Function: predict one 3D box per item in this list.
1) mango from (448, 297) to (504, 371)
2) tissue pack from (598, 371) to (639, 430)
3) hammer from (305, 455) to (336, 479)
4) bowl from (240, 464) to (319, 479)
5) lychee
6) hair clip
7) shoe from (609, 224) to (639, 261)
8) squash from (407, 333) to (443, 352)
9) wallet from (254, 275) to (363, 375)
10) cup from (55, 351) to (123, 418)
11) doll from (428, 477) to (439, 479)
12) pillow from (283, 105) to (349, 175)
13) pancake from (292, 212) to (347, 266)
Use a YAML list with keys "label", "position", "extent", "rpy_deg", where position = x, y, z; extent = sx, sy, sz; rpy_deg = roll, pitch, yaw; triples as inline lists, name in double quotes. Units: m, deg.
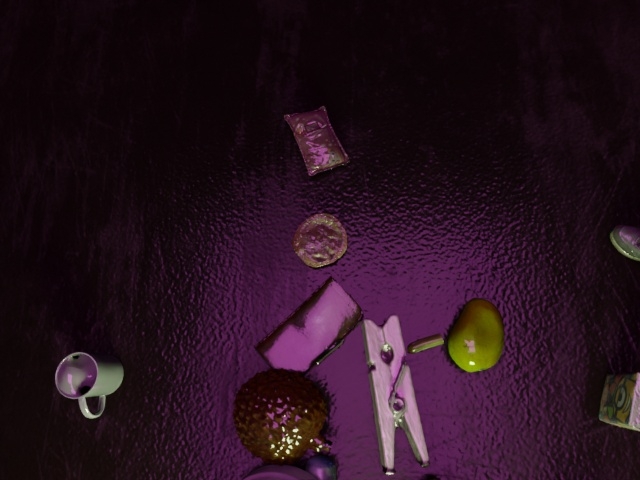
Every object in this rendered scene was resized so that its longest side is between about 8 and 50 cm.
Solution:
- label: "mango"
  position: [0.354, 0.214, 1.145]
  extent: [0.117, 0.089, 0.163]
  rpy_deg: [29, 80, 11]
- label: "tissue pack"
  position: [0.638, 0.333, 1.059]
  extent: [0.060, 0.148, 0.109]
  rpy_deg: [16, 77, 10]
- label: "hammer"
  position: [-0.063, 0.527, 1.119]
  extent: [0.193, 0.069, 0.116]
  rpy_deg: [1, 78, 10]
- label: "bowl"
  position: [-0.097, 0.614, 1.019]
  extent: [0.287, 0.144, 0.287]
  rpy_deg: [-1, 86, 18]
- label: "lychee"
  position: [-0.080, 0.378, 1.094]
  extent: [0.238, 0.200, 0.200]
  rpy_deg: [28, 80, 24]
- label: "hair clip"
  position: [0.160, 0.331, 1.135]
  extent: [0.101, 0.085, 0.331]
  rpy_deg: [-8, 74, 1]
- label: "shoe"
  position: [0.759, 0.024, 1.162]
  extent: [0.194, 0.077, 0.074]
  rpy_deg: [40, 83, 13]
- label: "squash"
  position: [0.240, 0.238, 1.182]
  extent: [0.083, 0.027, 0.027]
  rpy_deg: [-17, 75, 1]
- label: "wallet"
  position: [-0.023, 0.217, 1.209]
  extent: [0.255, 0.031, 0.137]
  rpy_deg: [-42, 79, -4]
- label: "cup"
  position: [-0.532, 0.326, 1.175]
  extent: [0.099, 0.133, 0.136]
  rpy_deg: [16, 78, 8]
- label: "doll"
  position: [0.272, 0.604, 1.059]
  extent: [0.209, 0.097, 0.137]
  rpy_deg: [43, 45, 6]
- label: "pillow"
  position: [-0.010, -0.259, 1.323]
  extent: [0.118, 0.043, 0.185]
  rpy_deg: [-20, 78, -6]
- label: "pancake"
  position: [0.000, 0.000, 1.265]
  extent: [0.139, 0.022, 0.140]
  rpy_deg: [-1, 75, 5]
